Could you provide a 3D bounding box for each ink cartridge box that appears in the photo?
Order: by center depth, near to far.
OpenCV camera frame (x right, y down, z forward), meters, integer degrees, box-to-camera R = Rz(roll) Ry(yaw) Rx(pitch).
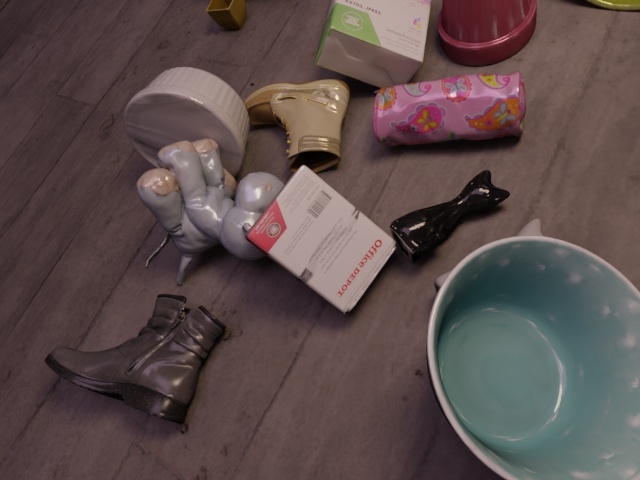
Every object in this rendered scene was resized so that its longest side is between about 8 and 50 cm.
[{"bbox_3d":[0.000,0.000,0.874,0.218,0.092,0.159,39,82,-10],"label":"ink cartridge box"},{"bbox_3d":[0.128,-0.522,1.089,0.207,0.119,0.354,16,67,-11],"label":"ink cartridge box"}]

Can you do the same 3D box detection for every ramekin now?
[{"bbox_3d":[-0.284,-0.258,1.109,0.272,0.273,0.127,-2,52,23],"label":"ramekin"}]

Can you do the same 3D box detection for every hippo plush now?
[{"bbox_3d":[-0.200,-0.057,0.968,0.236,0.234,0.294,13,74,26],"label":"hippo plush"}]

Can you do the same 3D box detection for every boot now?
[{"bbox_3d":[-0.362,0.209,0.996,0.338,0.118,0.223,13,67,17],"label":"boot"},{"bbox_3d":[-0.067,-0.243,1.102,0.261,0.095,0.204,-2,65,19],"label":"boot"}]

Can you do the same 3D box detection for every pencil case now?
[{"bbox_3d":[0.241,-0.247,0.955,0.284,0.124,0.124,-1,64,24],"label":"pencil case"}]

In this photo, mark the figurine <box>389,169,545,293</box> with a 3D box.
[{"bbox_3d":[0.261,-0.001,0.839,0.209,0.092,0.215,-34,57,-1],"label":"figurine"}]

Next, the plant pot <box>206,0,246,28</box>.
[{"bbox_3d":[-0.253,-0.641,1.392,0.081,0.083,0.081,8,68,28],"label":"plant pot"}]

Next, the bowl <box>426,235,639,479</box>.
[{"bbox_3d":[0.271,0.166,0.661,0.311,0.163,0.312,2,67,-5],"label":"bowl"}]

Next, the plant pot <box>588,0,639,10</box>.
[{"bbox_3d":[0.620,-0.625,0.917,0.276,0.276,0.254,22,64,31],"label":"plant pot"}]

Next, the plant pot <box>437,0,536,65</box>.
[{"bbox_3d":[0.329,-0.493,1.003,0.201,0.180,0.201,-10,60,18],"label":"plant pot"}]
